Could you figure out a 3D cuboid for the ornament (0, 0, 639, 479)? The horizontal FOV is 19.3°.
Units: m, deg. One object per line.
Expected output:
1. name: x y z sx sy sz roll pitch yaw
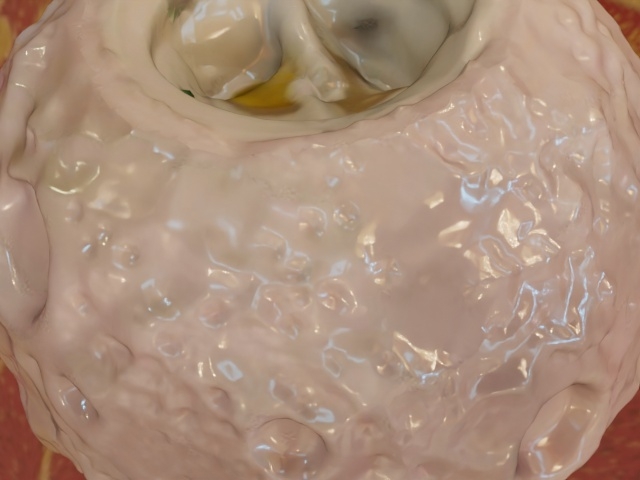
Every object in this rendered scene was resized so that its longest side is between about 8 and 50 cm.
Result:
1. ornament: 0.000 0.000 0.697 0.259 0.225 0.259 -4 44 4
